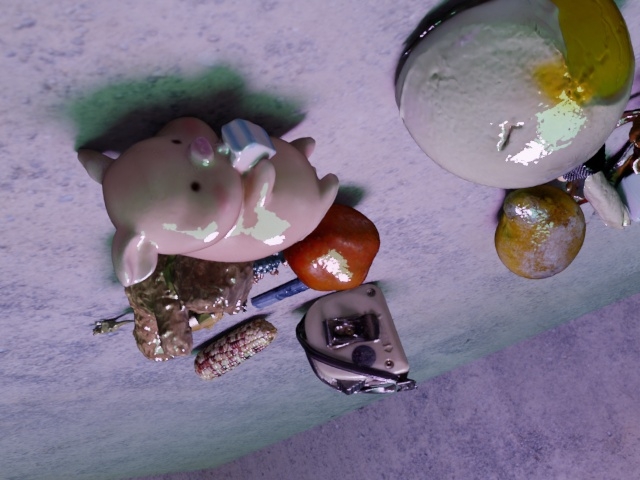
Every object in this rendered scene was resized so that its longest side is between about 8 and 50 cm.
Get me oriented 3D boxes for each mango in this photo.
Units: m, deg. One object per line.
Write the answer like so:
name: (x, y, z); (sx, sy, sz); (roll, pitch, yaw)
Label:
mango: (0.459, -0.025, 1.482); (0.193, 0.146, 0.316); (-24, 143, 11)

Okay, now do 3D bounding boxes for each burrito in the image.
burrito: (0.556, -0.099, 1.401); (0.059, 0.082, 0.275); (-44, 139, 10)

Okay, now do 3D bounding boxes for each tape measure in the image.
tape measure: (0.074, 0.254, 1.644); (0.231, 0.271, 0.133); (-17, 157, -6)

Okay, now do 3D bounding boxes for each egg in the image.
egg: (0.270, -0.172, 0.921); (0.337, 0.201, 0.337); (-13, 157, -6)

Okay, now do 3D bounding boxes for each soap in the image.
soap: (0.738, -0.140, 1.427); (0.230, 0.091, 0.145); (-29, 164, 4)

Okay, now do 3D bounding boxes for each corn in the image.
corn: (-0.206, 0.259, 1.694); (0.253, 0.086, 0.086); (-34, 153, 29)

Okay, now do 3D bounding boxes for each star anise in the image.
star anise: (0.543, -0.176, 1.173); (0.237, 0.148, 0.346); (-56, -177, -39)

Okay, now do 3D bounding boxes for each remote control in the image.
remote control: (-0.078, 0.113, 1.529); (0.152, 0.027, 0.043); (-24, 161, 17)

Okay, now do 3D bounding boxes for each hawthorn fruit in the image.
hawthorn fruit: (0.000, 0.000, 1.189); (0.163, 0.162, 0.203); (-31, 139, 29)

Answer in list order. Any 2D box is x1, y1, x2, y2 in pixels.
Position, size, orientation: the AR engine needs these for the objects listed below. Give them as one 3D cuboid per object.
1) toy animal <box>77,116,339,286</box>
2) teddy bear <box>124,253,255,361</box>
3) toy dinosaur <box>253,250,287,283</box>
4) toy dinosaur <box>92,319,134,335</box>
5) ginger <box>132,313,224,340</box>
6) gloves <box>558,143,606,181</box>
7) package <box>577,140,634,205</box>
toy animal: (-0.134, -0.059, 0.886); (0.213, 0.195, 0.256); (-40, 147, 26)
teddy bear: (-0.194, 0.084, 1.144); (0.223, 0.246, 0.296); (16, 145, 19)
toy dinosaur: (-0.118, 0.049, 1.320); (0.154, 0.049, 0.055); (-18, 161, -14)
toy dinosaur: (-0.418, 0.170, 1.399); (0.113, 0.026, 0.041); (-19, 166, 25)
ginger: (-0.270, 0.150, 1.401); (0.205, 0.081, 0.115); (-25, 170, 1)
gloves: (0.395, -0.154, 1.213); (0.129, 0.106, 0.181); (-3, -178, -24)
package: (0.643, -0.145, 1.475); (0.154, 0.030, 0.239); (-11, 156, -22)
